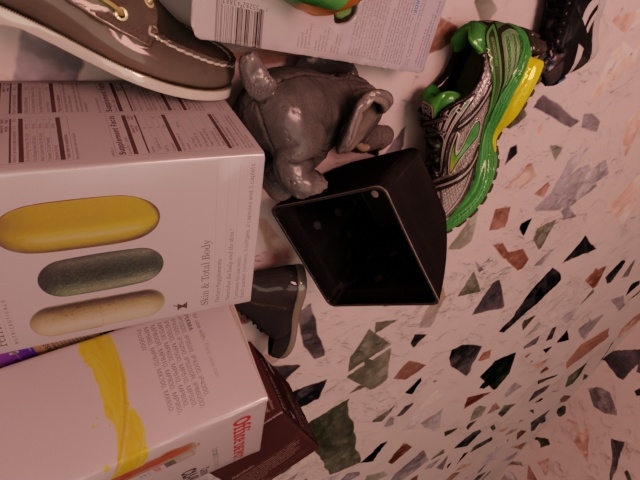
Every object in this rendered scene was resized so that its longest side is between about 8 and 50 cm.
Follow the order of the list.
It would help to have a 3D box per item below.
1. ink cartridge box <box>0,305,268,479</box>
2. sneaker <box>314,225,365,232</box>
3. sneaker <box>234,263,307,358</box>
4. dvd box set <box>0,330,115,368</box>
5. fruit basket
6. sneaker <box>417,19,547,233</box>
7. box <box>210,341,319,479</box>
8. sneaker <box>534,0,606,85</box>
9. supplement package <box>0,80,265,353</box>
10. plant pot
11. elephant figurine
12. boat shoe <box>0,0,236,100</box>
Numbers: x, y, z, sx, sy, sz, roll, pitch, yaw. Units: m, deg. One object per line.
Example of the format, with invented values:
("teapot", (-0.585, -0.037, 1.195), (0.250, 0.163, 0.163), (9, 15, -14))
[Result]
("ink cartridge box", (-0.274, 0.252, 0.624), (0.385, 0.160, 0.279), (-18, 150, -21))
("sneaker", (0.000, 0.000, 0.789), (0.161, 0.057, 0.075), (4, 118, -38))
("sneaker", (-0.100, 0.123, 0.830), (0.118, 0.083, 0.221), (1, 130, -14))
("dvd box set", (-0.472, 0.211, 0.614), (0.421, 0.062, 0.307), (-19, 149, -18))
("fruit basket", (0.039, -0.349, 0.473), (0.353, 0.166, 0.326), (-16, 128, -46))
("sneaker", (0.197, -0.164, 0.744), (0.147, 0.134, 0.343), (6, 114, -27))
("box", (-0.134, 0.337, 0.908), (0.167, 0.168, 0.203), (-31, 137, -5))
("sneaker", (0.356, -0.321, 0.727), (0.121, 0.079, 0.217), (-40, 138, 1))
("supplement package", (-0.223, -0.041, 0.512), (0.263, 0.198, 0.199), (-9, 130, -26))
("plant pot", (0.081, -0.029, 0.693), (0.167, 0.188, 0.188), (-51, 122, -40))
("elephant figurine", (0.014, -0.167, 0.612), (0.240, 0.186, 0.169), (-31, 103, -21))
("boat shoe", (-0.206, -0.220, 0.438), (0.305, 0.109, 0.091), (14, 122, -35))
